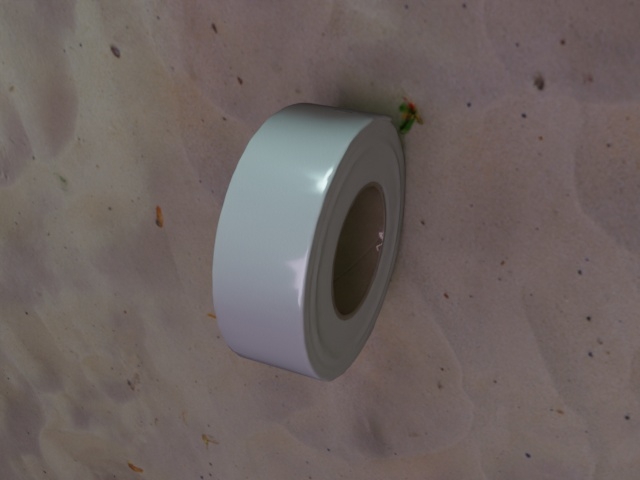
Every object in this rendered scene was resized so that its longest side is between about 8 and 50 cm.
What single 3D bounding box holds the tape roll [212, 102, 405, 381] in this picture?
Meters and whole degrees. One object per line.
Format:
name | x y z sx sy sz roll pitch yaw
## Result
tape roll | 0.000 0.000 0.793 0.100 0.286 0.286 13 123 22
